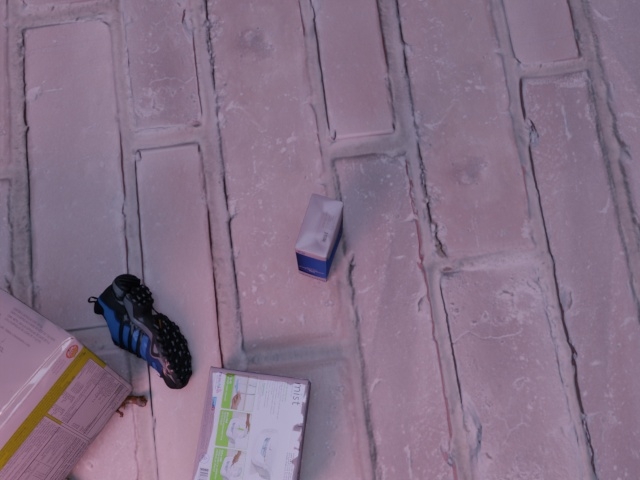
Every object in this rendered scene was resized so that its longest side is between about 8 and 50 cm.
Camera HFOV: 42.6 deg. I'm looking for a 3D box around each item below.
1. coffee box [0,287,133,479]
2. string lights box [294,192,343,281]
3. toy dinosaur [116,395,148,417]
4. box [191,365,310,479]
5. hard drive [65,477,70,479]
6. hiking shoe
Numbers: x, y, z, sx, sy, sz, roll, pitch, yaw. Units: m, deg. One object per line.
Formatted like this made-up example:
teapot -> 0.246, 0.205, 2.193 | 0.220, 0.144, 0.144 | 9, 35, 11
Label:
coffee box -> -0.674, 0.318, 1.741 | 0.338, 0.334, 0.338 | 28, 71, 23
string lights box -> 0.000, 0.000, 1.889 | 0.077, 0.259, 0.133 | 17, 76, 5
toy dinosaur -> -0.510, 0.363, 1.920 | 0.211, 0.064, 0.112 | 23, 51, 3
box -> -0.150, 0.432, 1.849 | 0.231, 0.127, 0.262 | 6, 75, 2
hard drive -> -0.691, 0.594, 1.863 | 0.307, 0.040, 0.203 | 31, 78, 8
hiking shoe -> -0.416, 0.228, 1.936 | 0.132, 0.113, 0.304 | -36, 83, 23
